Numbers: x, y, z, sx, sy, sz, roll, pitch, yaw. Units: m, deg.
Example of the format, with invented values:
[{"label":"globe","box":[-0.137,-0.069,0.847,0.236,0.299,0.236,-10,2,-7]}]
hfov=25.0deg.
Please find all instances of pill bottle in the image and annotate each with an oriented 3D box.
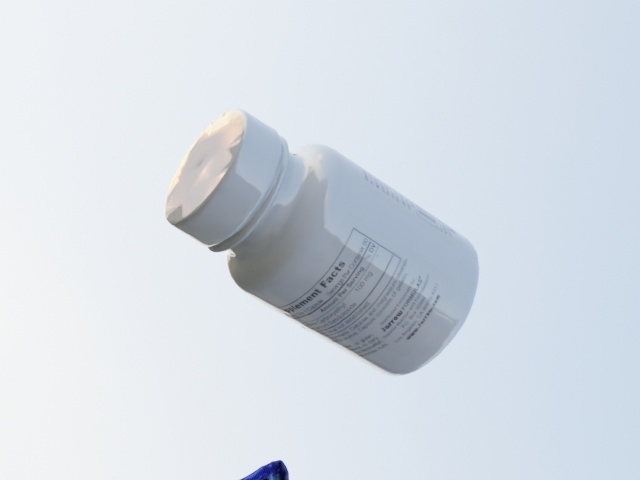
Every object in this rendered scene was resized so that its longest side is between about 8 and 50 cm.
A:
[{"label":"pill bottle","box":[0.000,0.000,1.117,0.229,0.131,0.131,32,-20,-25]}]

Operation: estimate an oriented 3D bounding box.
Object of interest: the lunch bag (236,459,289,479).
[{"label":"lunch bag","box":[-0.027,0.355,1.071,0.221,0.138,0.293,91,-27,-46]}]
